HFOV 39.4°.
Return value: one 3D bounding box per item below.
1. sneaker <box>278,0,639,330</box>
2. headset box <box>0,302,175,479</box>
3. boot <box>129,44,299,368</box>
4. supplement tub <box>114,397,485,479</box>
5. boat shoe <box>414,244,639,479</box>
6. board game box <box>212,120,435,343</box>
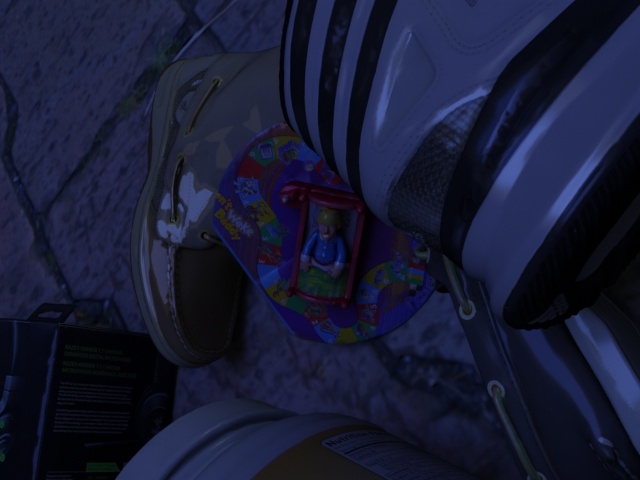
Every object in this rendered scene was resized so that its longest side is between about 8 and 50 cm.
[{"bbox_3d":[0.143,-0.200,0.445,0.257,0.169,0.447,38,86,27],"label":"sneaker"},{"bbox_3d":[-0.266,0.193,0.789,0.246,0.131,0.283,-3,78,39],"label":"headset box"},{"bbox_3d":[-0.041,-0.035,0.687,0.203,0.095,0.261,-8,72,36],"label":"boot"},{"bbox_3d":[0.036,0.228,0.470,0.316,0.228,0.228,18,91,40],"label":"supplement tub"},{"bbox_3d":[0.108,0.012,0.540,0.091,0.109,0.305,-35,64,23],"label":"boat shoe"},{"bbox_3d":[0.000,0.000,0.617,0.133,0.033,0.168,-33,97,18],"label":"board game box"}]
